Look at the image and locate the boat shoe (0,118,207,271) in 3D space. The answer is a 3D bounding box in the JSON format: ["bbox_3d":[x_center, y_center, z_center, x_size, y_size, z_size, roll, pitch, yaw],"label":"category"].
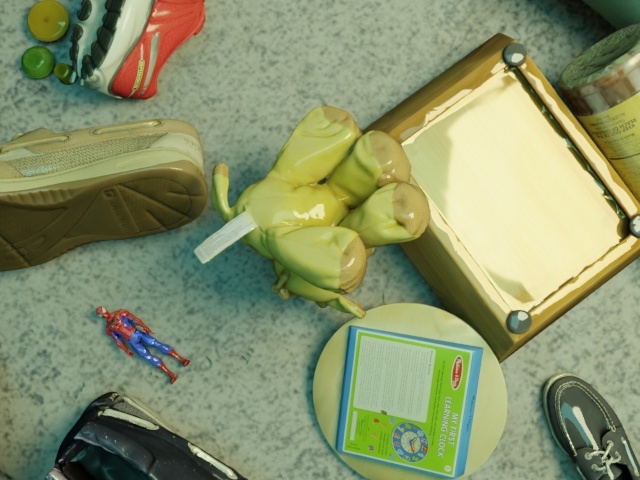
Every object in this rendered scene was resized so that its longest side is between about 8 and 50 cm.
[{"bbox_3d":[-0.290,-0.053,0.752,0.340,0.122,0.110,-8,50,-5],"label":"boat shoe"}]

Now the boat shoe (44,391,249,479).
[{"bbox_3d":[-0.120,0.287,0.706,0.340,0.158,0.127,34,87,0],"label":"boat shoe"}]

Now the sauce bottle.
[{"bbox_3d":[0.383,-0.060,0.741,0.111,0.111,0.344,-43,106,-3],"label":"sauce bottle"}]

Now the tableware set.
[{"bbox_3d":[-0.271,-0.246,0.799,0.103,0.024,0.154,17,88,2],"label":"tableware set"}]

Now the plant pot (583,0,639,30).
[{"bbox_3d":[0.348,-0.333,0.714,0.271,0.271,0.255,-36,103,-3],"label":"plant pot"}]

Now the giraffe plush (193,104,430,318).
[{"bbox_3d":[0.000,0.000,0.707,0.210,0.170,0.182,-23,60,2],"label":"giraffe plush"}]

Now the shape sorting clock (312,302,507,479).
[{"bbox_3d":[0.093,0.166,0.762,0.206,0.040,0.206,2,98,16],"label":"shape sorting clock"}]

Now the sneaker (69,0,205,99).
[{"bbox_3d":[-0.161,-0.278,0.755,0.107,0.118,0.279,39,102,34],"label":"sneaker"}]

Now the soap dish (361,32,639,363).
[{"bbox_3d":[0.190,-0.047,0.753,0.228,0.118,0.291,-36,88,-3],"label":"soap dish"}]

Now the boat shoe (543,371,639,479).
[{"bbox_3d":[0.312,0.237,0.768,0.075,0.065,0.206,-27,88,-3],"label":"boat shoe"}]

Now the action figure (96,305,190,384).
[{"bbox_3d":[-0.197,0.108,0.779,0.115,0.030,0.038,37,92,2],"label":"action figure"}]
